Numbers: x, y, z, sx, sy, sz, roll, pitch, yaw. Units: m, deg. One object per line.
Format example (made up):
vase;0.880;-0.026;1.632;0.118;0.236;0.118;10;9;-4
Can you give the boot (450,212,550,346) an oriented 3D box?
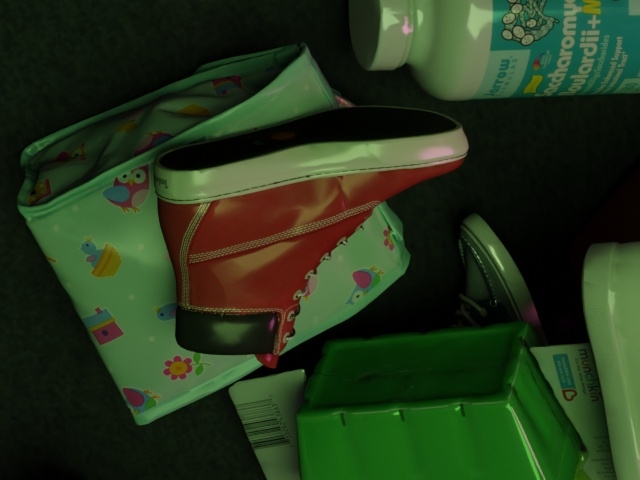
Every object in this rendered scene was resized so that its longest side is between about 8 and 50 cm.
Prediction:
boot;0.142;0.072;1.567;0.086;0.069;0.190;-30;116;-7

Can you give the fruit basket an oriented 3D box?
fruit basket;0.125;0.233;1.550;0.327;0.165;0.353;-7;129;22

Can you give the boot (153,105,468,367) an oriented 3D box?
boot;0.000;0.000;1.340;0.244;0.088;0.176;-14;113;-18

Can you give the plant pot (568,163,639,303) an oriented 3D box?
plant pot;0.363;0.050;1.527;0.235;0.267;0.267;-30;114;15

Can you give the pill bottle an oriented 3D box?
pill bottle;0.161;-0.187;1.439;0.264;0.146;0.146;-4;110;-14

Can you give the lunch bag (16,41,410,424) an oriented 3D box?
lunch bag;-0.080;-0.016;1.427;0.262;0.160;0.223;-26;113;1

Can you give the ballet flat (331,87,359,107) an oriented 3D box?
ballet flat;0.009;-0.094;1.473;0.168;0.057;0.052;23;66;-22

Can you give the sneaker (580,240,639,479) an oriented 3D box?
sneaker;0.289;0.130;1.388;0.123;0.106;0.290;-5;123;22
